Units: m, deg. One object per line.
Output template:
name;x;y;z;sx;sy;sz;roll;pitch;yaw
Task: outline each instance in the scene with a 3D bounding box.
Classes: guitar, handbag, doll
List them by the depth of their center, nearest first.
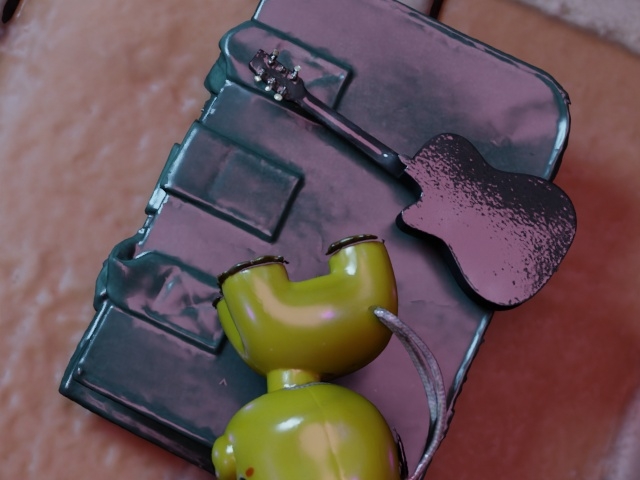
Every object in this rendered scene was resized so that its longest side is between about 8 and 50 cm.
doll;0.004;0.116;0.995;0.135;0.143;0.221;-8;69;-13
guitar;0.053;-0.047;1.086;0.233;0.025;0.088;36;75;-1
handbag;0.001;0.001;1.124;0.238;0.089;0.326;28;74;-5
